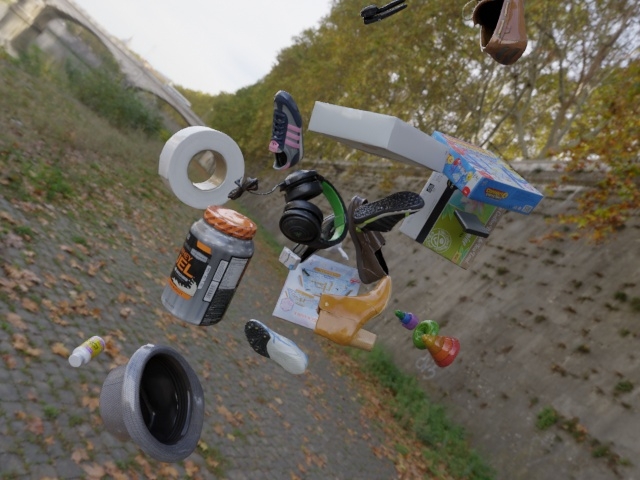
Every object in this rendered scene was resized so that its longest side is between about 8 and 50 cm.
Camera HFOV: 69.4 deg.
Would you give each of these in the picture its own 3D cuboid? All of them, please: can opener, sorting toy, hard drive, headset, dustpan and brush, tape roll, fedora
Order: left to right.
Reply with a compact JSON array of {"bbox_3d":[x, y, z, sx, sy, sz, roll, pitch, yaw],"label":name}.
[{"bbox_3d":[-0.378,0.358,1.012,0.275,0.125,0.243,63,18,-49],"label":"fedora"},{"bbox_3d":[-0.420,-0.258,1.645,0.100,0.286,0.286,30,-10,48],"label":"tape roll"},{"bbox_3d":[-0.080,-0.104,1.429,0.394,0.185,0.243,22,56,-42],"label":"headset"},{"bbox_3d":[0.074,0.026,2.251,0.061,0.147,0.211,6,36,-29],"label":"dustpan and brush"},{"bbox_3d":[0.254,-0.912,1.843,0.073,0.186,0.059,-33,113,-73],"label":"can opener"},{"bbox_3d":[0.377,0.345,1.763,0.126,0.127,0.365,35,2,-20],"label":"sorting toy"},{"bbox_3d":[0.555,-0.063,1.708,0.094,0.022,0.135,13,32,-14],"label":"hard drive"}]

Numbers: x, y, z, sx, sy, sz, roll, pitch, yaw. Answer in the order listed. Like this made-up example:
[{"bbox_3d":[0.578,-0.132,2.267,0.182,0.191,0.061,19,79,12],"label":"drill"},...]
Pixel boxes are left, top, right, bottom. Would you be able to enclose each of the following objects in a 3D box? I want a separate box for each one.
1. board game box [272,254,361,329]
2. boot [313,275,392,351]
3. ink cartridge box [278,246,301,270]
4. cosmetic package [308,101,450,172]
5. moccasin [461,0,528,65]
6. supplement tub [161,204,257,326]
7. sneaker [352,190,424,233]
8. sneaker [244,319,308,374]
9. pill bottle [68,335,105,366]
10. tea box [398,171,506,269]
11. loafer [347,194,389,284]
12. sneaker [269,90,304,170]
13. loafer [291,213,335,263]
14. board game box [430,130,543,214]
[{"bbox_3d":[-0.005,0.238,2.037,0.319,0.317,0.066,19,-16,8],"label":"board game box"},{"bbox_3d":[0.105,0.203,1.510,0.212,0.294,0.104,23,-32,1],"label":"boot"},{"bbox_3d":[-0.114,0.063,1.628,0.083,0.048,0.028,37,20,26],"label":"ink cartridge box"},{"bbox_3d":[0.190,-0.311,1.421,0.285,0.097,0.378,21,9,36],"label":"cosmetic package"},{"bbox_3d":[0.525,-0.693,1.404,0.147,0.379,0.139,15,-25,-15],"label":"moccasin"},{"bbox_3d":[-0.314,0.070,1.331,0.194,0.315,0.193,25,12,-6],"label":"supplement tub"},{"bbox_3d":[0.211,-0.078,1.411,0.235,0.084,0.097,-13,-49,28],"label":"sneaker"},{"bbox_3d":[-0.138,0.327,1.439,0.237,0.085,0.086,40,16,-8],"label":"sneaker"},{"bbox_3d":[-0.541,0.258,1.069,0.043,0.043,0.083,41,18,-3],"label":"pill bottle"},{"bbox_3d":[0.557,-0.111,1.914,0.324,0.328,0.220,31,17,13],"label":"tea box"},{"bbox_3d":[0.205,-0.007,1.857,0.134,0.130,0.365,-33,112,-60],"label":"loafer"},{"bbox_3d":[-0.142,-0.403,1.761,0.112,0.131,0.318,27,-35,31],"label":"sneaker"},{"bbox_3d":[0.000,0.000,1.896,0.096,0.268,0.084,43,14,-30],"label":"loafer"},{"bbox_3d":[0.550,-0.231,1.582,0.309,0.086,0.301,9,35,-31],"label":"board game box"}]
